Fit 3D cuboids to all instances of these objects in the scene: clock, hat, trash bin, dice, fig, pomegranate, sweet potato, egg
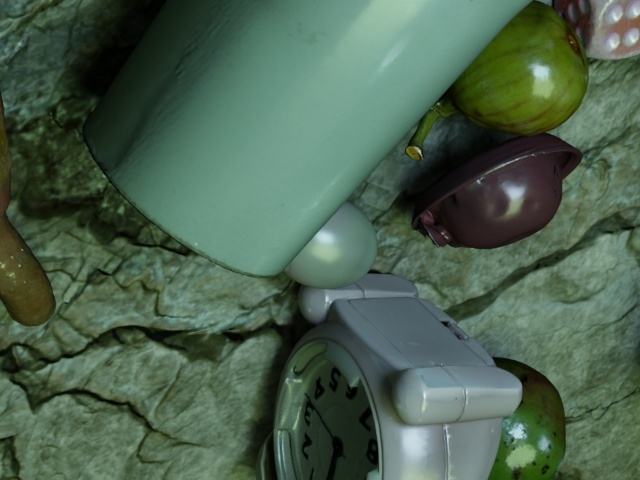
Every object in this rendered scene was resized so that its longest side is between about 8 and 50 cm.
[{"bbox_3d":[0.062,0.237,1.824,0.184,0.342,0.325,7,111,-26],"label":"clock"},{"bbox_3d":[0.202,-0.042,1.803,0.205,0.089,0.205,-23,166,-6],"label":"hat"},{"bbox_3d":[0.000,-0.202,1.503,0.280,0.280,0.432,25,112,-39],"label":"trash bin"},{"bbox_3d":[0.312,-0.255,1.751,0.093,0.091,0.094,-16,130,-17],"label":"dice"},{"bbox_3d":[0.196,-0.168,1.735,0.142,0.147,0.186,16,151,-36],"label":"fig"},{"bbox_3d":[0.223,0.246,2.031,0.181,0.181,0.224,-34,153,-2],"label":"pomegranate"},{"bbox_3d":[-0.333,-0.049,1.549,0.109,0.109,0.385,-20,136,-15],"label":"sweet potato"},{"bbox_3d":[0.000,0.000,1.761,0.135,0.103,0.103,18,113,-34],"label":"egg"}]
